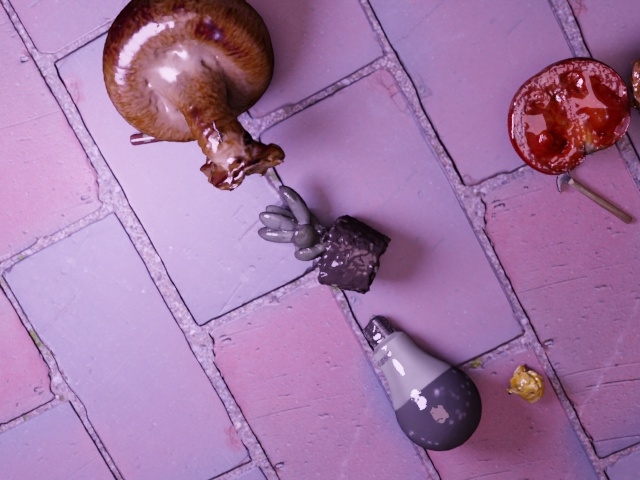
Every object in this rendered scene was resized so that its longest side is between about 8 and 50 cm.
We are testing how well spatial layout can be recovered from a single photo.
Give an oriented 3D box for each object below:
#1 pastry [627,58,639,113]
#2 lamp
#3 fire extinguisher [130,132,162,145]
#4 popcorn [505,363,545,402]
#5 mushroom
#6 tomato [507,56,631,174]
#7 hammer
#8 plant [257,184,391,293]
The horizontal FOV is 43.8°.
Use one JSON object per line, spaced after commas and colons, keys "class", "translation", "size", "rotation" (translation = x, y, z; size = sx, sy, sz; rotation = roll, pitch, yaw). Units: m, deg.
{"class": "pastry", "translation": [0.707, -0.302, 1.523], "size": [0.275, 0.193, 0.275], "rotation": [0, 90, -18]}
{"class": "lamp", "translation": [0.196, 0.313, 1.699], "size": [0.314, 0.182, 0.182], "rotation": [36, 103, 18]}
{"class": "fire extinguisher", "translation": [-0.356, -0.232, 1.698], "size": [0.100, 0.032, 0.046], "rotation": [-9, 66, 7]}
{"class": "popcorn", "translation": [0.444, 0.302, 1.714], "size": [0.084, 0.084, 0.084], "rotation": [1, 101, 5]}
{"class": "mushroom", "translation": [-0.260, -0.295, 1.532], "size": [0.331, 0.356, 0.334], "rotation": [-12, 144, 33]}
{"class": "tomato", "translation": [0.474, -0.249, 1.562], "size": [0.233, 0.139, 0.200], "rotation": [-27, 101, 8]}
{"class": "hammer", "translation": [0.566, -0.087, 1.649], "size": [0.182, 0.017, 0.062], "rotation": [34, 102, -3]}
{"class": "plant", "translation": [0.000, 0.002, 1.649], "size": [0.274, 0.149, 0.146], "rotation": [28, 102, 2]}
